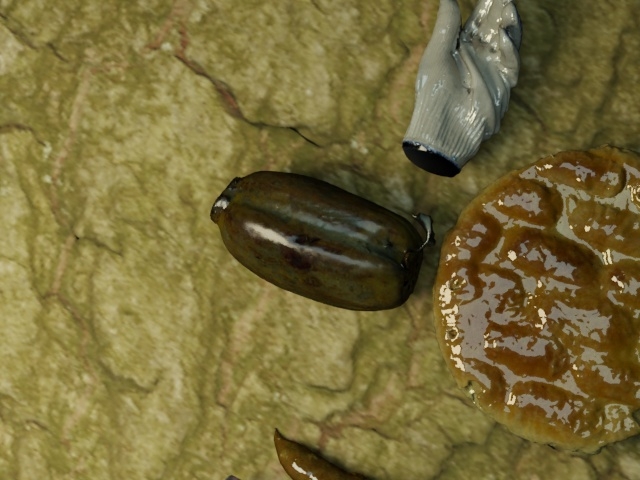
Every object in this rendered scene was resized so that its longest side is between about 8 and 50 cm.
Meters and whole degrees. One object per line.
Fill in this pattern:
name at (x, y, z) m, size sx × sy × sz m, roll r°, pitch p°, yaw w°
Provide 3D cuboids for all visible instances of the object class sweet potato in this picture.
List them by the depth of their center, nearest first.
sweet potato at (0.052, 0.290, 1.444) m, size 0.273 × 0.067 × 0.067 m, roll 32°, pitch 90°, yaw 14°

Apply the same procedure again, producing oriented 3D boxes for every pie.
pie at (0.280, 0.060, 1.422) m, size 0.339 × 0.083 × 0.340 m, roll 0°, pitch 88°, yaw 7°

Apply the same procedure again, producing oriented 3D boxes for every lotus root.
lotus root at (0.000, 0.000, 1.441) m, size 0.241 × 0.123 × 0.124 m, roll 21°, pitch 62°, yaw 11°

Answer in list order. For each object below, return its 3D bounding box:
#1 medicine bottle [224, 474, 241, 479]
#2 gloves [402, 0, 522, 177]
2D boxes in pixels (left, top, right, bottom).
medicine bottle at (0.065, 0.398, 1.408) m, size 0.426 × 0.108 × 0.108 m, roll 26°, pitch 90°, yaw 9°
gloves at (0.159, -0.183, 1.445) m, size 0.119 × 0.097 × 0.229 m, roll 24°, pitch 92°, yaw -2°
